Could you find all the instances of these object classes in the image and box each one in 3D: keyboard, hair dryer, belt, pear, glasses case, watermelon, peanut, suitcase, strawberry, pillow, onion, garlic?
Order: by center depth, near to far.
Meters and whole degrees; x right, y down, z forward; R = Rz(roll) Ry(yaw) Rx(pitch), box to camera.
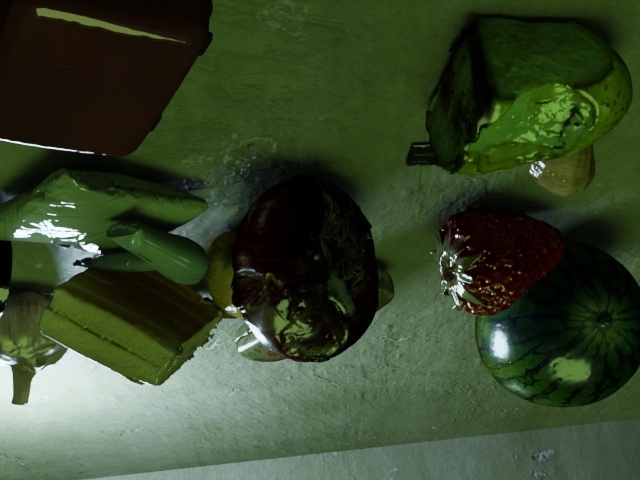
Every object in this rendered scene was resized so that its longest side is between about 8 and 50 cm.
[{"bbox_3d":[-0.273,-0.232,1.185,0.236,0.161,0.297,7,153,-27],"label":"suitcase"},{"bbox_3d":[0.295,-0.182,1.445,0.255,0.164,0.238,-1,152,-14],"label":"pear"},{"bbox_3d":[0.378,-0.138,1.630,0.108,0.095,0.226,-15,153,9],"label":"peanut"},{"bbox_3d":[-0.369,-0.044,1.669,0.274,0.076,0.281,-22,157,40],"label":"pillow"},{"bbox_3d":[0.240,-0.143,1.685,0.198,0.010,0.063,-3,152,-9],"label":"keyboard"},{"bbox_3d":[-0.329,0.022,1.698,0.237,0.075,0.206,-6,159,29],"label":"hair dryer"},{"bbox_3d":[-0.030,0.052,1.704,0.232,0.314,0.314,-10,158,38],"label":"onion"},{"bbox_3d":[-0.570,0.062,1.748,0.078,0.151,0.198,6,166,-26],"label":"belt"},{"bbox_3d":[-0.130,0.054,1.857,0.178,0.178,0.178,-6,155,-3],"label":"pear"},{"bbox_3d":[0.334,0.021,1.874,0.244,0.205,0.205,-16,159,-19],"label":"strawberry"},{"bbox_3d":[-0.581,0.213,2.003,0.218,0.212,0.218,-6,161,-2],"label":"garlic"},{"bbox_3d":[0.476,0.164,2.029,0.363,0.363,0.363,-6,155,-3],"label":"watermelon"},{"bbox_3d":[-0.019,0.159,2.160,0.156,0.098,0.425,8,151,-39],"label":"glasses case"}]

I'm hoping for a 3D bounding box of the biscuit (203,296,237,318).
[{"bbox_3d":[-0.234,0.131,2.033,0.273,0.036,0.187,1,178,37],"label":"biscuit"}]

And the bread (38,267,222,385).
[{"bbox_3d":[-0.315,0.134,1.791,0.246,0.239,0.111,28,112,9],"label":"bread"}]
